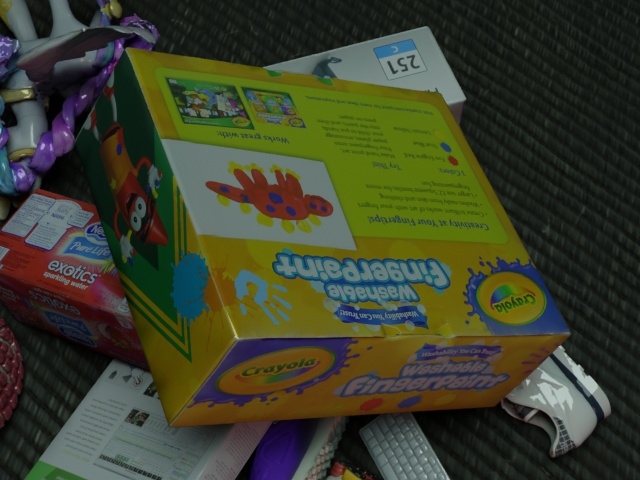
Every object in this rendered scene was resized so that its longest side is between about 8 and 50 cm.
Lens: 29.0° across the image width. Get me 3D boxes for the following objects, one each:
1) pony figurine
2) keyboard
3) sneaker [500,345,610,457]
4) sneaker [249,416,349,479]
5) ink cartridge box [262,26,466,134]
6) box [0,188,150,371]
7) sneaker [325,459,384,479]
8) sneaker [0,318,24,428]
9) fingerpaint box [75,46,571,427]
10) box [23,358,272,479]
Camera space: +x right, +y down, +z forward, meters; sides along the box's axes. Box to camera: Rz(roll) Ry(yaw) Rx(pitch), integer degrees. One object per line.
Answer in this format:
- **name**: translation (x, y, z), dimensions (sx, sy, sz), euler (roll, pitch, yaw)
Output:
- **pony figurine**: translation (-0.318, -0.234, 1.596), dimensions (0.350, 0.303, 0.364), euler (-21, 63, 22)
- **keyboard**: translation (0.130, 0.309, 1.422), dimensions (0.072, 0.014, 0.256), euler (-37, 65, 15)
- **sneaker**: translation (0.240, 0.152, 1.498), dimensions (0.095, 0.090, 0.235), euler (-39, 69, -12)
- **sneaker**: translation (-0.054, 0.217, 1.441), dimensions (0.146, 0.102, 0.293), euler (18, 58, 14)
- **ink cartridge box**: translation (0.056, -0.140, 1.654), dimensions (0.296, 0.066, 0.261), euler (-16, 63, -12)
- **box**: translation (-0.260, 0.046, 1.451), dimensions (0.256, 0.123, 0.128), euler (15, 57, 32)
- **sneaker**: translation (0.086, 0.344, 1.379), dimensions (0.225, 0.088, 0.093), euler (35, 93, 30)
- **sneaker**: translation (-0.447, 0.204, 1.410), dimensions (0.112, 0.121, 0.299), euler (1, 47, 32)
- **fingerpaint box**: translation (0.000, 0.000, 1.355), dimensions (0.444, 0.163, 0.371), euler (2, 51, -38)
- **box**: translation (-0.181, 0.217, 1.387), dimensions (0.232, 0.058, 0.322), euler (11, 54, 40)
